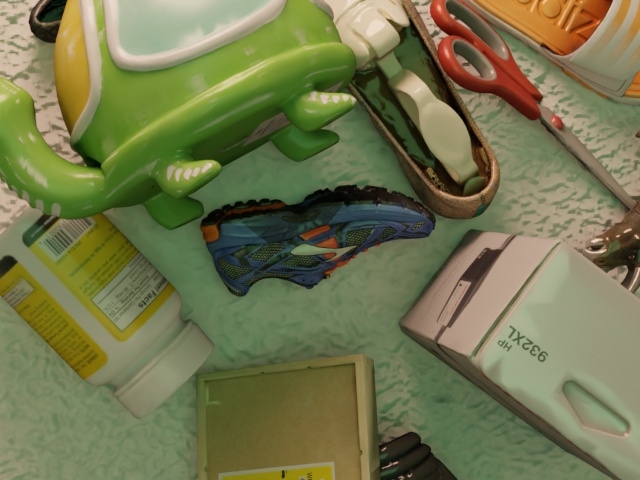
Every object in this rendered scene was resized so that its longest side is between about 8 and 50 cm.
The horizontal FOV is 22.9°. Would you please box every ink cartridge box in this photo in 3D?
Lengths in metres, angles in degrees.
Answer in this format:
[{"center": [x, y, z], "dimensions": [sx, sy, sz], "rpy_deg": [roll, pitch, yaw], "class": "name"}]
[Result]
[{"center": [0.217, 0.104, 1.401], "dimensions": [0.223, 0.307, 0.129], "rpy_deg": [37, 87, -7], "class": "ink cartridge box"}]

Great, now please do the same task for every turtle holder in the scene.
[{"center": [-0.139, -0.141, 1.395], "dimensions": [0.320, 0.243, 0.227], "rpy_deg": [-29, 86, 12], "class": "turtle holder"}]

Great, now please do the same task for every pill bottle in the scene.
[{"center": [-0.203, 0.056, 1.439], "dimensions": [0.119, 0.119, 0.208], "rpy_deg": [-43, 96, -4], "class": "pill bottle"}]

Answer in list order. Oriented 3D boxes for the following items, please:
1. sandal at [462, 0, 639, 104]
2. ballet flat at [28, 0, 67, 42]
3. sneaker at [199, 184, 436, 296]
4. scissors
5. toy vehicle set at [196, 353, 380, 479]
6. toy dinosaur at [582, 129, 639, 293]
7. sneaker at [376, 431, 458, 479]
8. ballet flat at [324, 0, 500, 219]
[{"center": [0.248, -0.210, 1.512], "dimensions": [0.265, 0.076, 0.102], "rpy_deg": [24, 89, -8], "class": "sandal"}, {"center": [-0.191, -0.233, 1.467], "dimensions": [0.173, 0.049, 0.057], "rpy_deg": [-32, 96, -6], "class": "ballet flat"}, {"center": [0.000, 0.000, 1.494], "dimensions": [0.221, 0.083, 0.087], "rpy_deg": [-7, 106, -2], "class": "sneaker"}, {"center": [0.216, -0.131, 1.531], "dimensions": [0.297, 0.109, 0.021], "rpy_deg": [33, 128, -25], "class": "scissors"}, {"center": [-0.028, 0.245, 1.440], "dimensions": [0.166, 0.035, 0.267], "rpy_deg": [-7, 74, 17], "class": "toy vehicle set"}, {"center": [0.397, -0.054, 1.487], "dimensions": [0.313, 0.121, 0.160], "rpy_deg": [-19, 86, 28], "class": "toy dinosaur"}, {"center": [0.006, 0.286, 1.492], "dimensions": [0.295, 0.104, 0.147], "rpy_deg": [-30, 82, 0], "class": "sneaker"}, {"center": [0.073, -0.159, 1.475], "dimensions": [0.107, 0.106, 0.316], "rpy_deg": [-37, 96, -1], "class": "ballet flat"}]
